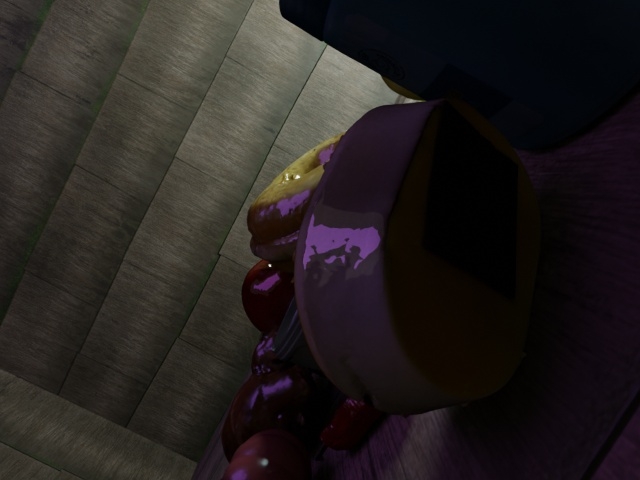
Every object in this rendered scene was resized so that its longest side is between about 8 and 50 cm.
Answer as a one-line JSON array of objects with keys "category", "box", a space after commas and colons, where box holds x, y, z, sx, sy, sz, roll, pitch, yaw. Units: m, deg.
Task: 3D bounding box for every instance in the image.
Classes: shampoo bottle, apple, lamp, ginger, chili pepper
[{"category": "shampoo bottle", "box": [0.180, -0.318, 0.490, 0.331, 0.342, 0.331, -62, 5, 9]}, {"category": "apple", "box": [-0.063, 0.135, 1.143, 0.260, 0.217, 0.260, -27, 16, 9]}, {"category": "lamp", "box": [-0.069, 0.358, 0.619, 0.182, 0.139, 0.182, 15, -90, -82]}, {"category": "ginger", "box": [-0.088, 0.308, 0.871, 0.357, 0.152, 0.275, 128, 164, -73]}, {"category": "chili pepper", "box": [0.057, 0.215, 0.578, 0.268, 0.059, 0.050, -57, 45, 25]}]

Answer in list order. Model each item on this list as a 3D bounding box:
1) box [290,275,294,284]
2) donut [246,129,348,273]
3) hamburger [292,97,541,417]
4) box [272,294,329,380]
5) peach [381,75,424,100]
[{"category": "box", "box": [0.000, 0.000, 0.709, 0.156, 0.022, 0.089, -63, 6, -15]}, {"category": "donut", "box": [0.036, -0.099, 0.989, 0.448, 0.198, 0.449, -31, 18, 11]}, {"category": "hamburger", "box": [0.087, 0.006, 0.414, 0.151, 0.227, 0.295, -15, 38, 51]}, {"category": "box", "box": [0.037, 0.114, 0.729, 0.226, 0.149, 0.226, -62, 4, 8]}, {"category": "peach", "box": [0.254, -0.483, 1.041, 0.316, 0.281, 0.315, 58, -162, -64]}]
